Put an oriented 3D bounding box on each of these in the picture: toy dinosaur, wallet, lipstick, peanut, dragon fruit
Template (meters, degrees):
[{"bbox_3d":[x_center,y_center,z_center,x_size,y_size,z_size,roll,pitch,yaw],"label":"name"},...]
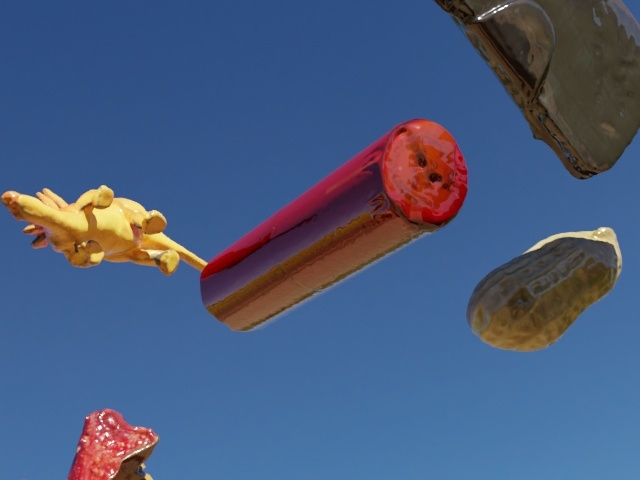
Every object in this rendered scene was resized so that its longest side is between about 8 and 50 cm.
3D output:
[{"bbox_3d":[-0.189,-0.009,0.947,0.117,0.070,0.288,16,-2,28],"label":"toy dinosaur"},{"bbox_3d":[0.193,-0.207,0.935,0.309,0.165,0.042,49,-30,-19],"label":"wallet"},{"bbox_3d":[-0.001,0.001,0.734,0.073,0.073,0.280,1,-18,-29],"label":"lipstick"},{"bbox_3d":[0.227,0.049,1.049,0.194,0.093,0.083,-25,10,-27],"label":"peanut"},{"bbox_3d":[-0.158,0.198,0.662,0.122,0.192,0.092,11,-24,11],"label":"dragon fruit"}]
